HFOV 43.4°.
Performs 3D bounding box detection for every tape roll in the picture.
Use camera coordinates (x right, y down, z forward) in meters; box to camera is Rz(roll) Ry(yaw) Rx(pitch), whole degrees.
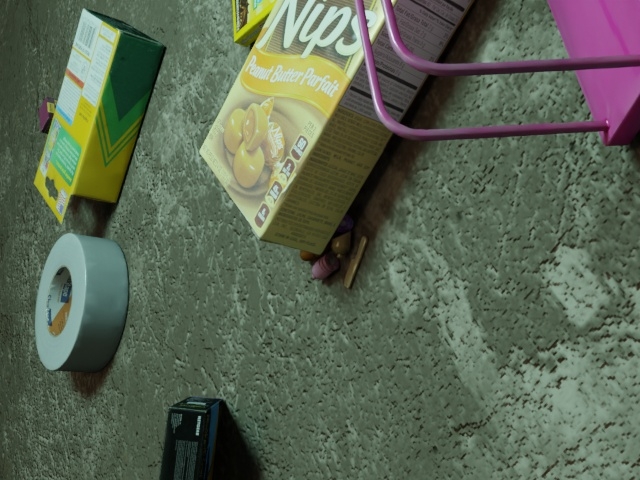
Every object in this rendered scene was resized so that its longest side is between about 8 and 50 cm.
[{"bbox_3d":[-0.386,0.101,1.292,0.219,0.072,0.219,-18,67,51],"label":"tape roll"}]

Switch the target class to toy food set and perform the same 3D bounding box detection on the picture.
[{"bbox_3d":[0.000,0.000,0.843,0.122,0.019,0.078,35,110,51],"label":"toy food set"}]

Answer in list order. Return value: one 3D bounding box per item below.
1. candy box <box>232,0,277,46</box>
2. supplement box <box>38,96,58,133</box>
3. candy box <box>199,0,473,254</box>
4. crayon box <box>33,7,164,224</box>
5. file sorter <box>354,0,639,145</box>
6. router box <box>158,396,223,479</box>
[{"bbox_3d":[-0.078,-0.363,1.031,0.105,0.027,0.206,-24,63,44],"label":"candy box"},{"bbox_3d":[-0.464,-0.220,1.464,0.043,0.083,0.055,-44,50,38],"label":"supplement box"},{"bbox_3d":[0.008,-0.168,0.803,0.317,0.087,0.183,-60,41,19],"label":"candy box"},{"bbox_3d":[-0.377,-0.204,1.346,0.203,0.083,0.323,38,111,50],"label":"crayon box"},{"bbox_3d":[0.127,-0.218,0.482,0.291,0.182,0.202,98,165,-60],"label":"file sorter"},{"bbox_3d":[-0.148,0.269,0.896,0.133,0.046,0.179,83,-166,-85],"label":"router box"}]
